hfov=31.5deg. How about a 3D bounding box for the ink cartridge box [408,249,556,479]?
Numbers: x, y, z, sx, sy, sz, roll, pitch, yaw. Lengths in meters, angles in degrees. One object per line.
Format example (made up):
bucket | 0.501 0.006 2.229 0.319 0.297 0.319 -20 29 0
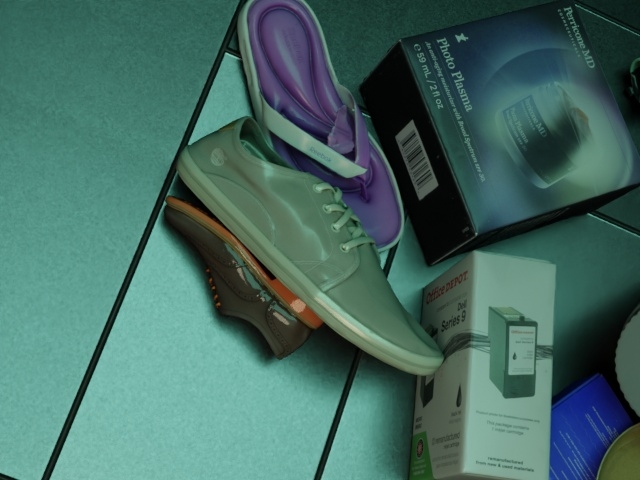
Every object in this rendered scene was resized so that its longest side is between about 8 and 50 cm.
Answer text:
ink cartridge box | 0.213 0.180 1.508 0.121 0.211 0.289 10 72 -12

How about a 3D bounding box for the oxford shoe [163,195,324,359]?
oxford shoe | -0.121 0.046 1.511 0.271 0.097 0.098 41 93 11

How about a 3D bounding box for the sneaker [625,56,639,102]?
sneaker | 0.578 -0.189 1.775 0.151 0.094 0.256 -18 71 -26

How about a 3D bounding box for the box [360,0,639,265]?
box | 0.260 -0.159 1.631 0.294 0.183 0.296 -18 81 -21

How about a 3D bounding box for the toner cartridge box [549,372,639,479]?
toner cartridge box | 0.410 0.377 1.582 0.165 0.075 0.348 -29 85 -21

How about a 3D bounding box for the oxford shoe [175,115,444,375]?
oxford shoe | 0.000 0.000 1.485 0.449 0.169 0.130 44 100 12

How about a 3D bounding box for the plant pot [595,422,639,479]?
plant pot | 0.471 0.363 1.547 0.236 0.032 0.236 5 73 -17

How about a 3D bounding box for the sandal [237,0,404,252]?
sandal | -0.007 -0.171 1.596 0.169 0.102 0.416 -24 83 -21

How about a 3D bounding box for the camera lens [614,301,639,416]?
camera lens | 0.549 0.140 1.569 0.274 0.219 0.219 -20 80 -53
